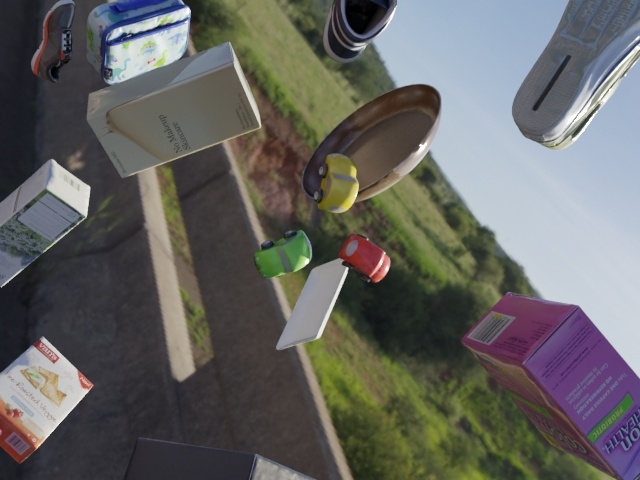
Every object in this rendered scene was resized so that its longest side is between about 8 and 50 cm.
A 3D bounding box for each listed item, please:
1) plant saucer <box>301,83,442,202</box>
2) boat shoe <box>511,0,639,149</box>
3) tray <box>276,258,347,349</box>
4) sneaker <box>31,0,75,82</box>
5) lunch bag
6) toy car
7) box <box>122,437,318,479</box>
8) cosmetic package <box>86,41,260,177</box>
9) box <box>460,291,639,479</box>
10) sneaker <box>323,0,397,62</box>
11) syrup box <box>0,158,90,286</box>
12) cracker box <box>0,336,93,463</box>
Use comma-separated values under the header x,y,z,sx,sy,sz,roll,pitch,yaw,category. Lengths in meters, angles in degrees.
x,y,z,sx,sy,sz,roll,pitch,yaw,category
0.101,-0.172,1.444,0.050,0.310,0.310,50,8,-29,plant saucer
0.351,-0.250,0.967,0.109,0.302,0.094,43,12,33,boat shoe
-0.008,0.154,1.878,0.030,0.145,0.270,46,46,-23,tray
-0.469,-0.359,1.405,0.065,0.158,0.061,35,26,13,sneaker
-0.386,-0.437,1.641,0.090,0.219,0.176,51,-34,18,lunch bag
0.000,0.000,1.266,0.053,0.225,0.239,17,-49,64,toy car
-0.145,0.471,1.324,0.294,0.296,0.182,38,58,-43,box
-0.294,-0.263,1.563,0.113,0.309,0.160,-107,174,-49,cosmetic package
0.361,0.210,1.147,0.243,0.117,0.213,47,-8,-10,box
0.072,-0.439,1.249,0.099,0.282,0.153,8,2,-11,sneaker
-0.536,-0.029,1.400,0.093,0.237,0.096,41,22,-36,syrup box
-0.592,0.320,1.583,0.156,0.067,0.232,46,24,-8,cracker box
